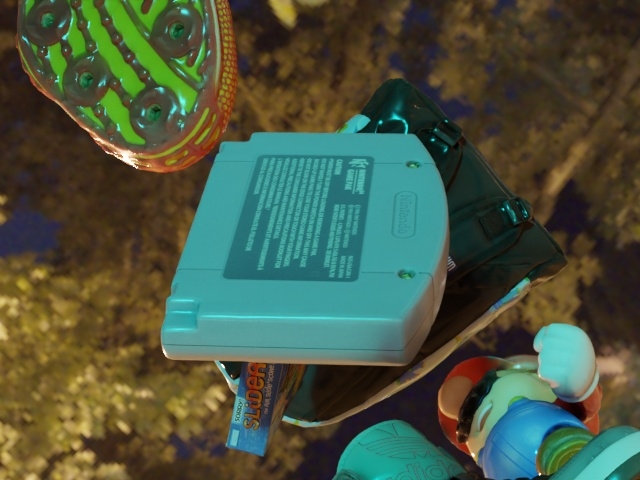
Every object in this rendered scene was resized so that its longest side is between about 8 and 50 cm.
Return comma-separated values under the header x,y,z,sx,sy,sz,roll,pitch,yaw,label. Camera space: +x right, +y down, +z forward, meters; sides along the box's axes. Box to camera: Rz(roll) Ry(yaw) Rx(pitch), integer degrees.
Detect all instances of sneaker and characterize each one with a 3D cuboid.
x,y,z,sx,sy,sz,roll,pitch,yaw,label
0.099,0.180,0.938,0.124,0.178,0.295,-1,-44,-43,sneaker
-0.060,-0.084,0.408,0.064,0.175,0.067,-37,-37,11,sneaker

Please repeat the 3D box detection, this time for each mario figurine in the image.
x,y,z,sx,sy,sz,roll,pitch,yaw,label
0.147,0.166,1.142,0.198,0.170,0.320,-26,9,4,mario figurine

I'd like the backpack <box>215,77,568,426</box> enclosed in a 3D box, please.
x,y,z,sx,sy,sz,roll,pitch,yaw,label
0.036,0.048,1.535,0.355,0.290,0.273,-46,4,-15,backpack

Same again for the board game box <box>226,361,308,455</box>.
x,y,z,sx,sy,sz,roll,pitch,yaw,label
-0.032,0.086,1.226,0.201,0.035,0.136,-57,-20,-71,board game box

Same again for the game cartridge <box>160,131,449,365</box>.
x,y,z,sx,sy,sz,roll,pitch,yaw,label
0.000,0.000,1.073,0.297,0.198,0.062,-79,-7,-60,game cartridge
